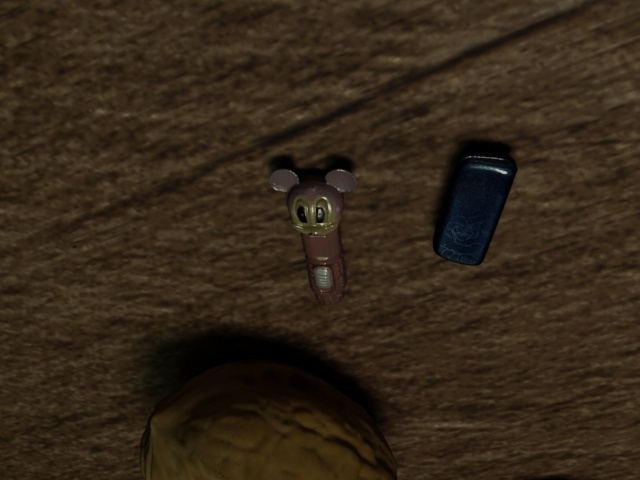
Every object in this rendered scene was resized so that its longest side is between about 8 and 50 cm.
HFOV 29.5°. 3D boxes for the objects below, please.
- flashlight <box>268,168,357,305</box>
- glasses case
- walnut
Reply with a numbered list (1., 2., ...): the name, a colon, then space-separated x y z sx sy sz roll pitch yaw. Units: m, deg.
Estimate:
1. flashlight: 0.000 0.000 0.733 0.052 0.031 0.110 0 136 9
2. glasses case: 0.088 -0.021 0.702 0.033 0.023 0.083 15 135 2
3. walnut: -0.038 0.159 0.825 0.184 0.155 0.155 35 131 -22
